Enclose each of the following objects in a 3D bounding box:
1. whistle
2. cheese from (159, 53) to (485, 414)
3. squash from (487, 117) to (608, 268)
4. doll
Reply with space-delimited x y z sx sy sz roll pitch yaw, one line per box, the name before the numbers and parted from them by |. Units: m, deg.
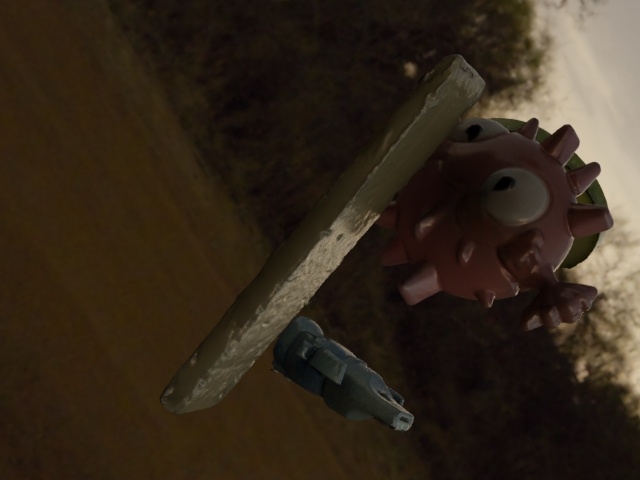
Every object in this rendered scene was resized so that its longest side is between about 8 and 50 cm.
whistle | 0.024 0.186 1.524 0.269 0.093 0.180 28 -6 39
cheese | 0.001 0.001 0.970 0.034 0.400 0.085 42 8 20
squash | 0.248 -0.055 1.340 0.219 0.041 0.219 25 -37 21
doll | 0.152 -0.019 0.980 0.093 0.211 0.262 53 9 -47
